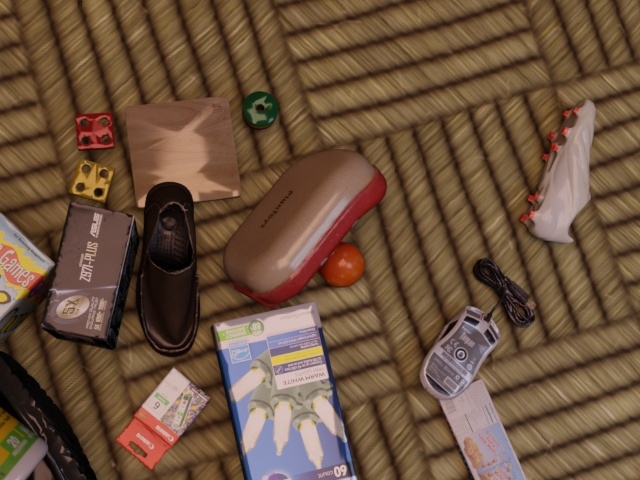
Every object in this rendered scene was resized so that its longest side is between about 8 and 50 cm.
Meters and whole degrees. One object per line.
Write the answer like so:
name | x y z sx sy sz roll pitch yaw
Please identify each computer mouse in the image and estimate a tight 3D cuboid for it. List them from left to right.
computer mouse | 0.191 0.123 1.429 0.106 0.042 0.193 43 73 -4

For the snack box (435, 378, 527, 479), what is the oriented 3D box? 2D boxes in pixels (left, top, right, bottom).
snack box | 0.213 0.272 1.416 0.064 0.022 0.178 -23 84 -11

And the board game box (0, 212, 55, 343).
board game box | -0.451 0.088 1.301 0.142 0.144 0.275 43 80 0

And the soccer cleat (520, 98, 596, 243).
soccer cleat | 0.331 -0.090 1.469 0.076 0.068 0.196 22 86 -8

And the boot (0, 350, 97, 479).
boot | -0.384 0.331 1.278 0.260 0.131 0.348 -29 86 -10

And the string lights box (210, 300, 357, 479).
string lights box | -0.043 0.217 1.365 0.133 0.077 0.260 -12 83 -10

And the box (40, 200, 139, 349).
box | -0.269 0.047 1.311 0.077 0.180 0.147 12 80 -5

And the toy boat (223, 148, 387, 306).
toy boat | 0.000 0.000 1.390 0.231 0.151 0.151 -51 120 -11

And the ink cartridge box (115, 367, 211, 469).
ink cartridge box | -0.195 0.221 1.370 0.063 0.029 0.115 39 78 0

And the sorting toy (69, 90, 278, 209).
sorting toy | -0.185 -0.108 1.414 0.274 0.046 0.132 -8 82 -9

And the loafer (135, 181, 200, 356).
loafer | -0.189 0.041 1.355 0.080 0.078 0.220 -4 100 -7

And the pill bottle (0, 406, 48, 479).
pill bottle | -0.421 0.196 1.150 0.245 0.136 0.136 38 79 -4
